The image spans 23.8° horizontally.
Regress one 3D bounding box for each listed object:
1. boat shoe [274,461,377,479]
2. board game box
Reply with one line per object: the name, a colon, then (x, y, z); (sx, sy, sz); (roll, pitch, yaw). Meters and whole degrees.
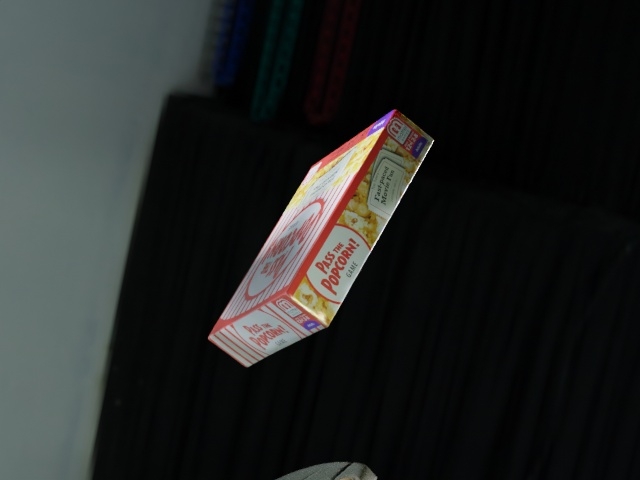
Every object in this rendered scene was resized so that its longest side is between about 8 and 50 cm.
boat shoe: (-0.056, 0.286, 1.036); (0.122, 0.120, 0.324); (-7, 30, 44)
board game box: (0.000, 0.000, 1.219); (0.045, 0.193, 0.147); (38, -31, -13)
